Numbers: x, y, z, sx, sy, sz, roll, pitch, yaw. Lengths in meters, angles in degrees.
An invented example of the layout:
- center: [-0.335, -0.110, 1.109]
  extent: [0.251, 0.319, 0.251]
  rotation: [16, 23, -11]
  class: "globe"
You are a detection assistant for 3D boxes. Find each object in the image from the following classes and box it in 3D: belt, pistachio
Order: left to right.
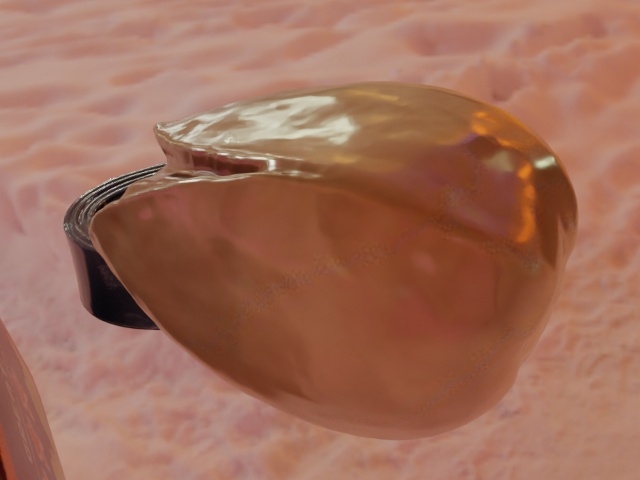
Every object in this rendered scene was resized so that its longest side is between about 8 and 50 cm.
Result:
- center: [-0.091, 0.000, 0.864]
  extent: [0.190, 0.082, 0.141]
  rotation: [-13, 34, -12]
  class: "belt"
- center: [0.000, 0.000, 0.614]
  extent: [0.299, 0.187, 0.187]
  rotation: [10, 32, 42]
  class: "pistachio"

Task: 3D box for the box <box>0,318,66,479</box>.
- center: [-0.339, 0.192, 0.705]
  extent: [0.349, 0.257, 0.318]
  rotation: [-21, 48, -9]
  class: "box"
